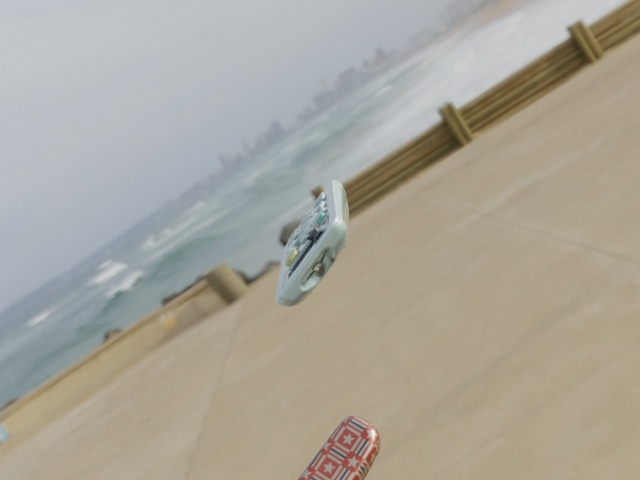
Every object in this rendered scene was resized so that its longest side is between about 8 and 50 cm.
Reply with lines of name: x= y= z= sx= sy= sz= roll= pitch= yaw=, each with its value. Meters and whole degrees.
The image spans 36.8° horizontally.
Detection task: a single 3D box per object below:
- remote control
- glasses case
remote control: x=-0.001 y=-0.001 z=1.042 sx=0.103 sy=0.051 sz=0.293 roll=-55 pitch=4 yaw=10
glasses case: x=0.015 y=0.333 z=1.324 sx=0.194 sy=0.073 sz=0.049 roll=-50 pitch=-31 yaw=-22
